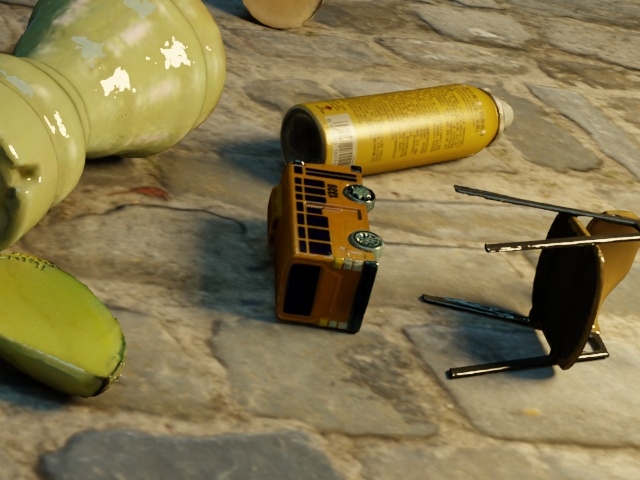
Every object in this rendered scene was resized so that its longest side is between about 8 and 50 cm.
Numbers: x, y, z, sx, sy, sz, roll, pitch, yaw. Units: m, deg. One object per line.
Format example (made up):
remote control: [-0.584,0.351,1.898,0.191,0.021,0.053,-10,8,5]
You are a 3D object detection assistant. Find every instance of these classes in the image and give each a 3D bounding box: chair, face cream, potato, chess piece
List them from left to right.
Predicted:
potato: [-0.257,0.084,1.059,0.198,0.054,0.119,30,35,20]
chess piece: [-0.282,-0.147,1.224,0.234,0.234,0.442,19,29,9]
chess piece: [-0.035,-0.449,1.903,0.142,0.143,0.261,17,26,5]
face cream: [0.117,-0.148,1.503,0.348,0.105,0.105,-13,40,-34]
chair: [0.252,0.041,1.211,0.246,0.159,0.172,5,31,-10]

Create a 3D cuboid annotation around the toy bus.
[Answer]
toy bus: [0.000,0.000,1.241,0.114,0.098,0.201,8,34,-9]
